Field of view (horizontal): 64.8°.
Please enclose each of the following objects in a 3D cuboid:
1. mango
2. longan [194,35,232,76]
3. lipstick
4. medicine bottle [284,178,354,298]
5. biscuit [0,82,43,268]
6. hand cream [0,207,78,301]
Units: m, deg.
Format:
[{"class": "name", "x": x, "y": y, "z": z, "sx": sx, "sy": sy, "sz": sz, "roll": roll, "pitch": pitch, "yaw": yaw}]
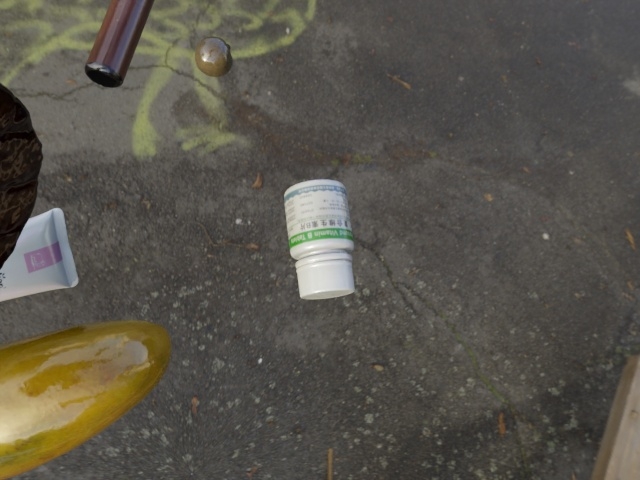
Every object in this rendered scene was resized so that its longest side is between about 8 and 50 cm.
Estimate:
[{"class": "mango", "x": -0.494, "y": 0.278, "z": 0.933, "sx": 0.446, "sy": 0.300, "sz": 0.232, "roll": -21, "pitch": 90, "yaw": -8}, {"class": "longan", "x": -0.281, "y": -0.492, "z": 1.349, "sx": 0.092, "sy": 0.113, "sz": 0.113, "roll": 27, "pitch": 57, "yaw": 36}, {"class": "lipstick", "x": -0.273, "y": -0.394, "z": 0.767, "sx": 0.057, "sy": 0.057, "sz": 0.356, "roll": 15, "pitch": 74, "yaw": -7}, {"class": "medicine bottle", "x": 0.000, "y": 0.000, "z": 1.069, "sx": 0.139, "sy": 0.139, "sz": 0.236, "roll": -2, "pitch": 75, "yaw": -15}, {"class": "biscuit", "x": -0.472, "y": -0.013, "z": 0.523, "sx": 0.091, "sy": 0.407, "sz": 0.407, "roll": 30, "pitch": 62, "yaw": 0}, {"class": "hand cream", "x": -0.681, "y": 0.063, "z": 1.005, "sx": 0.359, "sy": 0.118, "sz": 0.185, "roll": -20, "pitch": 114, "yaw": -39}]
